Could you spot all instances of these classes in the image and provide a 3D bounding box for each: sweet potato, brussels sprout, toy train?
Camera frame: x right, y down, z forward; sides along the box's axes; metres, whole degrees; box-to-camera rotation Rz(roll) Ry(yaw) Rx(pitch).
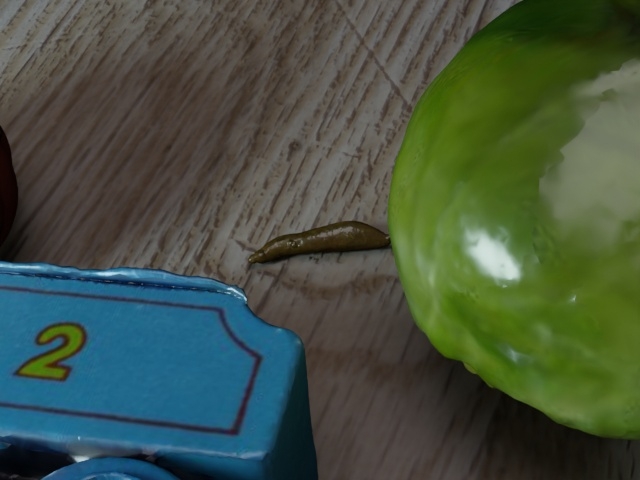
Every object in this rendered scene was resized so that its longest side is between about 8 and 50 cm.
[{"bbox_3d":[0.000,0.000,0.900,0.115,0.026,0.026,-8,48,3],"label":"sweet potato"},{"bbox_3d":[0.210,-0.011,0.746,0.344,0.268,0.344,1,70,-2],"label":"brussels sprout"},{"bbox_3d":[-0.166,0.146,0.691,0.300,0.188,0.265,5,43,11],"label":"toy train"}]

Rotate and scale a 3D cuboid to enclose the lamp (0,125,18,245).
[{"bbox_3d":[-0.340,-0.047,0.867,0.226,0.227,0.227,-3,49,3],"label":"lamp"}]
